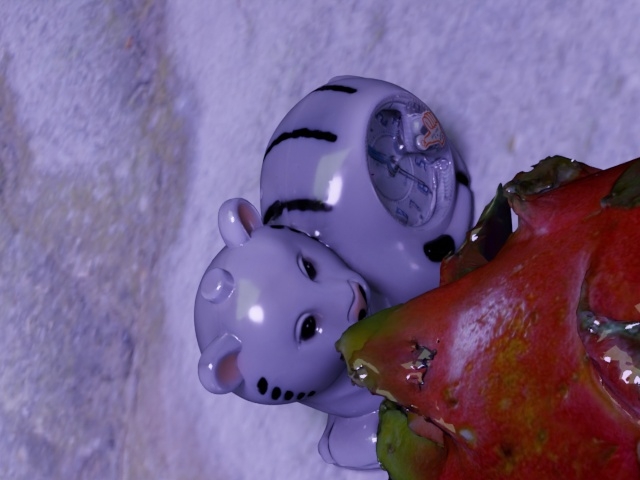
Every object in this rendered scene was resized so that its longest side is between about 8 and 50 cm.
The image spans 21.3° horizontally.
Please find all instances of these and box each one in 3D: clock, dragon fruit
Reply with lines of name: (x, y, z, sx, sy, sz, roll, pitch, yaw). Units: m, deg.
clock: (0.000, 0.000, 0.743, 0.080, 0.117, 0.176, -11, 58, 39)
dragon fruit: (0.110, 0.039, 0.579, 0.269, 0.198, 0.200, 19, 90, 63)
